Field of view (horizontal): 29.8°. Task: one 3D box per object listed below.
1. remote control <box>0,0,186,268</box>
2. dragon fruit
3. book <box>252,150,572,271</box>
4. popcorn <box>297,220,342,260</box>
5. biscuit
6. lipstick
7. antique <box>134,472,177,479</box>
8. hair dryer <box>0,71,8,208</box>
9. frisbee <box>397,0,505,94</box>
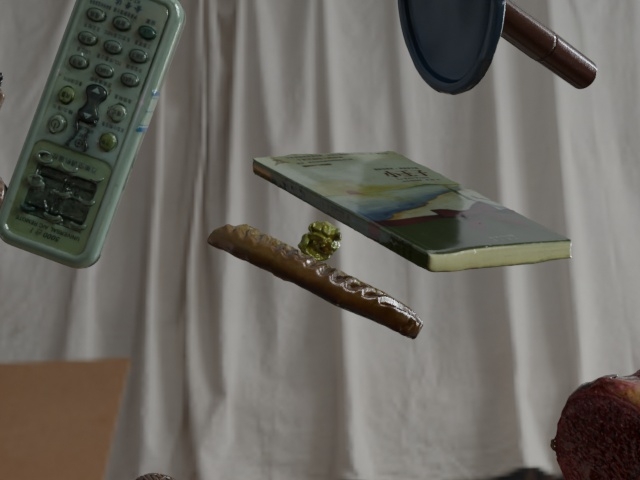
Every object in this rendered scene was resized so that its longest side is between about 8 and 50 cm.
[{"bbox_3d":[-0.266,-0.139,1.405,0.128,0.335,0.065,20,-1,3],"label":"remote control"},{"bbox_3d":[0.367,0.205,1.367,0.161,0.126,0.274,-20,-27,-23],"label":"dragon fruit"},{"bbox_3d":[0.088,-0.034,1.215,0.201,0.026,0.289,-6,25,-38],"label":"book"},{"bbox_3d":[0.001,0.003,2.036,0.083,0.059,0.068,-33,-24,-31],"label":"popcorn"},{"bbox_3d":[0.008,0.038,1.088,0.176,0.031,0.228,26,0,26],"label":"biscuit"},{"bbox_3d":[0.319,-0.326,1.881,0.057,0.057,0.356,-15,-27,39],"label":"lipstick"},{"bbox_3d":[-0.232,0.376,1.696,0.104,0.104,0.104,-1,-16,0],"label":"antique"},{"bbox_3d":[-0.430,-0.125,1.515,0.064,0.182,0.117,15,-8,38],"label":"hair dryer"},{"bbox_3d":[0.185,-0.342,1.631,0.049,0.289,0.289,-7,-13,-22],"label":"frisbee"}]
